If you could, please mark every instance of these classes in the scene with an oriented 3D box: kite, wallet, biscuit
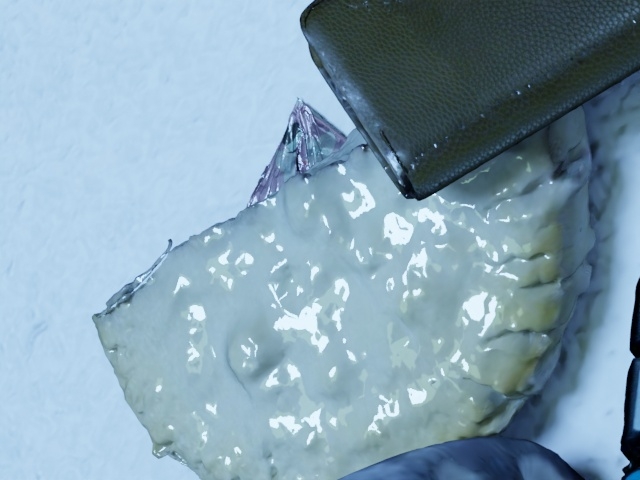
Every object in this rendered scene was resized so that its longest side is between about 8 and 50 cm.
[{"bbox_3d":[0.000,0.000,0.966,0.139,0.011,0.156,-20,75,38],"label":"kite"},{"bbox_3d":[0.097,-0.107,0.823,0.198,0.031,0.110,-31,65,-3],"label":"wallet"},{"bbox_3d":[0.024,0.033,0.889,0.281,0.084,0.179,-35,73,23],"label":"biscuit"}]

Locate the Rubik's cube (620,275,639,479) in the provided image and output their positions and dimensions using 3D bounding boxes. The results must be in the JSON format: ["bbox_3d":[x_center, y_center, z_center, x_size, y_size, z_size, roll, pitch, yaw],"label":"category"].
[{"bbox_3d":[0.217,0.153,0.695,0.284,0.250,0.234,-8,109,42],"label":"Rubik's cube"}]

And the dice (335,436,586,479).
[{"bbox_3d":[0.050,0.202,0.809,0.183,0.181,0.182,-41,66,31],"label":"dice"}]
